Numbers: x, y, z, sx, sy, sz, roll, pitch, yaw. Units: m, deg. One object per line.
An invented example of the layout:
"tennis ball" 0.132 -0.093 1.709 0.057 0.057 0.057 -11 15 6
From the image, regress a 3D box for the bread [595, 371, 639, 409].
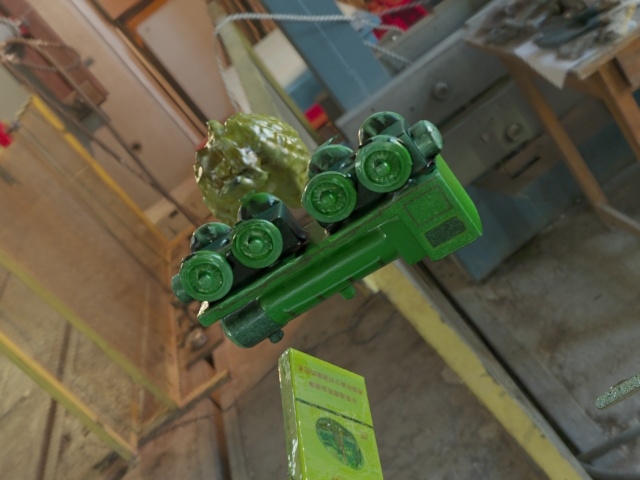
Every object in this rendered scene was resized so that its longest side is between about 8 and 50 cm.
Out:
"bread" 0.720 0.336 1.943 0.193 0.112 0.036 -32 65 7

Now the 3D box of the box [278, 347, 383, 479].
"box" 0.022 0.356 1.492 0.047 0.187 0.335 -47 33 28

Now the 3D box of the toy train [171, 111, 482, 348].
"toy train" 0.000 0.000 0.666 0.251 0.119 0.085 -32 20 19

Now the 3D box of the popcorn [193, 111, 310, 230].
"popcorn" -0.095 -0.089 1.156 0.173 0.173 0.142 -44 36 -10
